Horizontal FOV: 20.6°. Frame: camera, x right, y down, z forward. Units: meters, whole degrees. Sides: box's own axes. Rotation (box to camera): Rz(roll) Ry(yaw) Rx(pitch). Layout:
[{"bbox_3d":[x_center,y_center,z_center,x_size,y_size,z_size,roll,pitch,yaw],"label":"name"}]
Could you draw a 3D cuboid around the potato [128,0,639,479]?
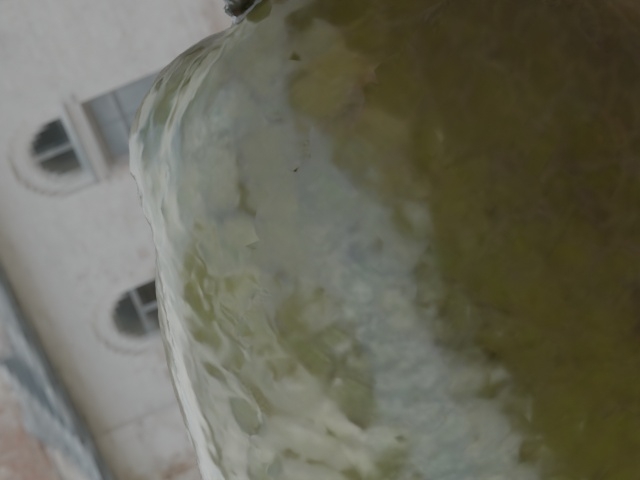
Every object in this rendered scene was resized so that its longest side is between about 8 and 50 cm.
[{"bbox_3d":[0.047,0.025,0.428,0.159,0.174,0.251,1,134,49],"label":"potato"}]
